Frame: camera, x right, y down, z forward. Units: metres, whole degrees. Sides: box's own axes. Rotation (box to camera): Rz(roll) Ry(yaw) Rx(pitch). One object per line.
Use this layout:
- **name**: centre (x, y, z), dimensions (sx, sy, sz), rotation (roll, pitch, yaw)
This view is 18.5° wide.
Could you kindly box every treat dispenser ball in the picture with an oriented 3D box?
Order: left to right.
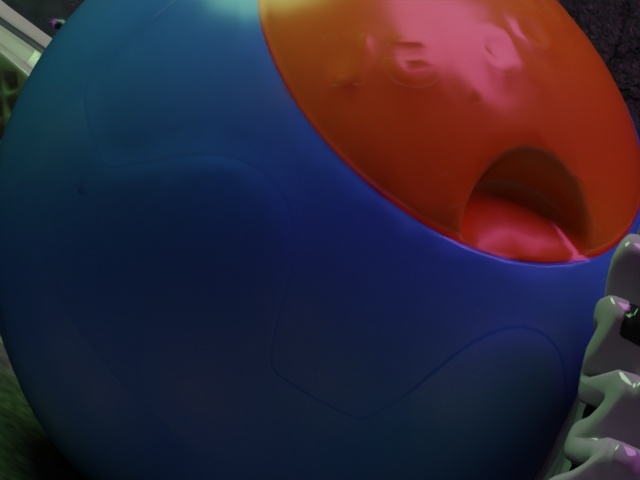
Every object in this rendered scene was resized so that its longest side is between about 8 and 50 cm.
- **treat dispenser ball**: centre (0.000, 0.000, 0.855), dimensions (0.288, 0.288, 0.288), rotation (33, 5, -3)

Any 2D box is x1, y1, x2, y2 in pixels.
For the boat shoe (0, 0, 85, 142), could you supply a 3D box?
- **boat shoe**: centre (-0.222, -0.128, 1.169), dimensions (0.156, 0.187, 0.500), rotation (1, 36, -50)

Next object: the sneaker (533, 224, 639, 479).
- **sneaker**: centre (0.101, 0.124, 0.702), dimensions (0.110, 0.292, 0.118), rotation (28, -34, 12)
